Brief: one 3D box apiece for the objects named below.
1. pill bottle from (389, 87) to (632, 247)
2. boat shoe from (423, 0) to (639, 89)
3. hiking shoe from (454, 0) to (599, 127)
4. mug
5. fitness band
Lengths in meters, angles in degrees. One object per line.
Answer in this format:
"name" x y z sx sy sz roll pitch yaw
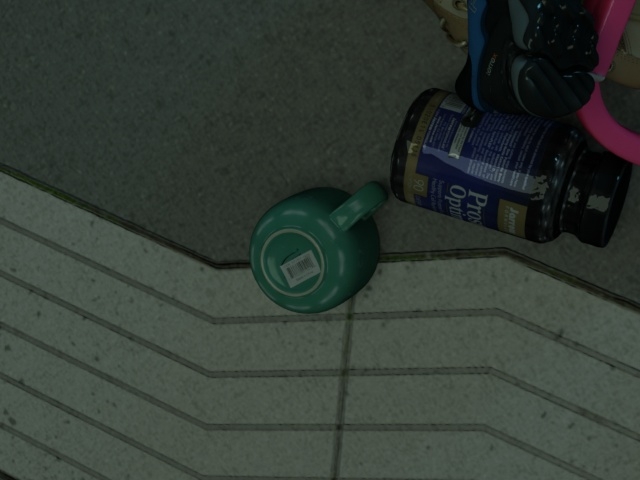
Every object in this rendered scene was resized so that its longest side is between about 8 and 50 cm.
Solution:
"pill bottle" 0.191 -0.068 1.403 0.219 0.123 0.122 18 108 19
"boat shoe" 0.163 -0.230 1.378 0.341 0.122 0.110 17 107 17
"hiking shoe" 0.183 -0.255 1.252 0.132 0.113 0.304 0 74 53
"mug" -0.009 0.001 1.517 0.130 0.097 0.157 18 109 19
"fitness band" 0.347 -0.200 1.288 0.209 0.054 0.290 14 111 -17
